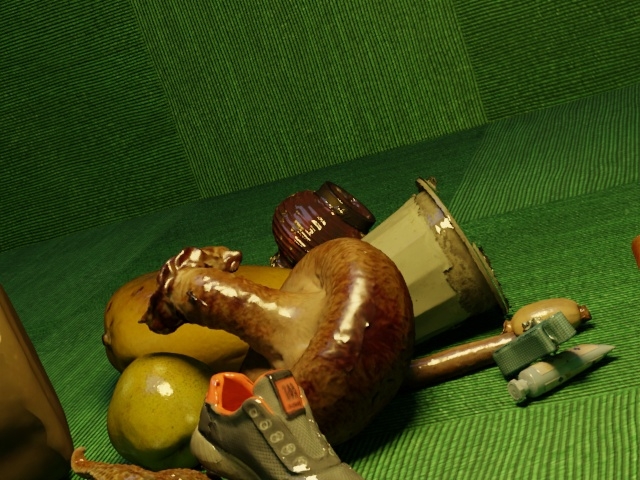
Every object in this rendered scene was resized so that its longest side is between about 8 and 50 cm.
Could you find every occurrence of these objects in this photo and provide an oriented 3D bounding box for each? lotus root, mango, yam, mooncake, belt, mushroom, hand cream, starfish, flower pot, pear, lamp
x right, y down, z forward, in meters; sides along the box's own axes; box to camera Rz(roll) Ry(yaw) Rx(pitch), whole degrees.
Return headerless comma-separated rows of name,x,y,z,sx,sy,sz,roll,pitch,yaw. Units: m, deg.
lotus root,0.355,0.127,1.844,0.150,0.062,0.073,-14,15,12
mango,-0.190,0.152,2.167,0.445,0.220,0.301,-8,10,6
yam,0.189,0.198,1.825,0.264,0.046,0.046,-17,15,5
mooncake,-0.601,0.232,1.930,0.262,0.467,0.467,-29,16,-11
belt,0.326,0.145,1.704,0.100,0.065,0.179,-29,-7,-27
mushroom,-0.034,0.119,1.739,0.331,0.356,0.334,-42,14,-19
hand cream,0.346,0.185,1.680,0.171,0.043,0.065,-24,9,-24
starfish,-0.220,0.350,1.496,0.375,0.094,0.327,9,21,-18
flower pot,0.152,0.071,1.978,0.259,0.290,0.290,-34,15,1
pear,-0.241,0.273,1.834,0.198,0.198,0.198,-18,14,5
lamp,0.000,0.000,2.464,0.247,0.247,0.247,-18,14,5

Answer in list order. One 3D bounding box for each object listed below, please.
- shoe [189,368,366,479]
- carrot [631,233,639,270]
shoe,-0.041,0.257,1.525,0.132,0.171,0.336,-13,24,-41
carrot,0.560,0.031,1.971,0.048,0.048,0.139,-15,17,14
